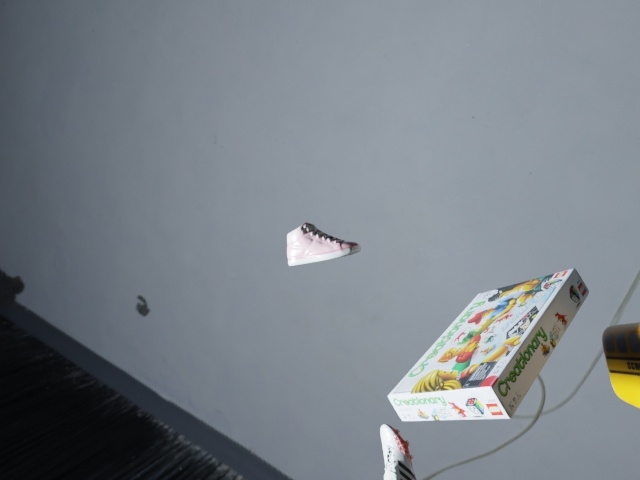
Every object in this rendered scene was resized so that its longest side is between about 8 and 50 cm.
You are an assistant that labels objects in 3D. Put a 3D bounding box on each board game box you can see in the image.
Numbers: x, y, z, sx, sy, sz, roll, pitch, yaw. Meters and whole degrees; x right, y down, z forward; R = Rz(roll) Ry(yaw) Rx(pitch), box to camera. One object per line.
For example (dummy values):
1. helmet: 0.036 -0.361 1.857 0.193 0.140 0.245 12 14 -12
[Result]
1. board game box: 0.261 0.157 0.771 0.193 0.305 0.053 -28 94 51

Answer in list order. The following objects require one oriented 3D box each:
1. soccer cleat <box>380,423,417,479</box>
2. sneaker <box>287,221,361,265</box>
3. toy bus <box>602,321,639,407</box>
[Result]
1. soccer cleat: 0.073 0.221 0.489 0.029 0.035 0.083 -47 59 52
2. sneaker: 0.000 0.000 0.848 0.134 0.051 0.070 -10 87 28
3. toy bus: 0.479 0.154 0.603 0.108 0.333 0.130 -6 77 1
